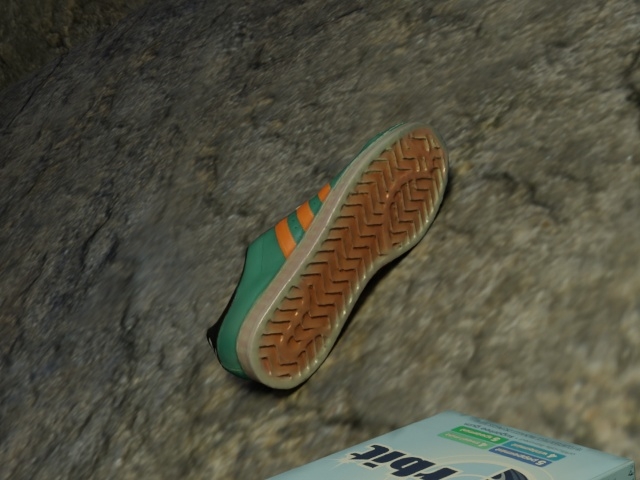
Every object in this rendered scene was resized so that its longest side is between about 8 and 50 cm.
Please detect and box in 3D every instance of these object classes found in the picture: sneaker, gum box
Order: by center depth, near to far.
[{"bbox_3d":[0.064,0.157,0.613,0.184,0.041,0.157,-12,11,-35],"label":"gum box"},{"bbox_3d":[0.000,0.000,0.984,0.121,0.108,0.302,11,56,52],"label":"sneaker"}]
